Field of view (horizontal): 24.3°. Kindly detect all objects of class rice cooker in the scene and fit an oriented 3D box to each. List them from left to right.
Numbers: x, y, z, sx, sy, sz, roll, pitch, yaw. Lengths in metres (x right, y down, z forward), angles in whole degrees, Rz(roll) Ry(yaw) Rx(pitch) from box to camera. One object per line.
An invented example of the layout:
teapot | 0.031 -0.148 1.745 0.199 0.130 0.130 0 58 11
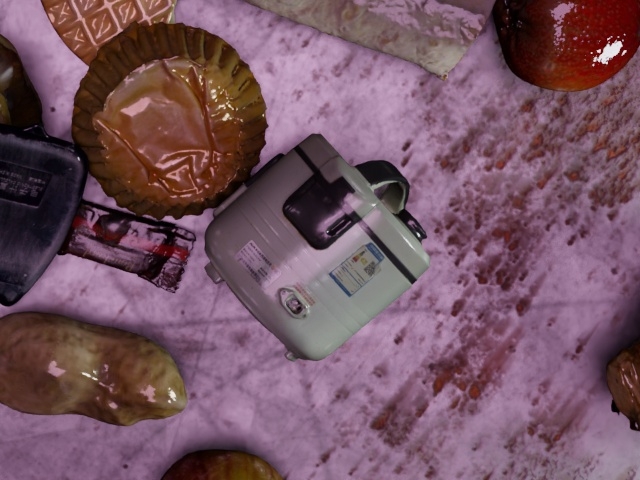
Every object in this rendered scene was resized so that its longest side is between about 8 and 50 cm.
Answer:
rice cooker | 0.000 0.000 1.722 0.244 0.226 0.226 -39 96 4

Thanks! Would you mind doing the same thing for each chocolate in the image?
chocolate | -0.247 0.000 1.800 0.183 0.028 0.086 21 97 -7

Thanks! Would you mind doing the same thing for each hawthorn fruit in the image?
hawthorn fruit | 0.303 -0.255 1.744 0.188 0.169 0.169 3 96 -17

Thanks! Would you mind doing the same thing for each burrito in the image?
burrito | 0.053 -0.301 1.751 0.299 0.105 0.143 21 98 -7

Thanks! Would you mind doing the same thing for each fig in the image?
fig | -0.118 0.338 1.752 0.175 0.207 0.175 -1 104 -4

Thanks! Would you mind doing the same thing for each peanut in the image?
peanut | -0.281 0.157 1.761 0.253 0.137 0.122 12 97 -7

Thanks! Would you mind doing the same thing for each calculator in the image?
calculator | -0.373 -0.030 1.709 0.177 0.040 0.268 13 123 -27

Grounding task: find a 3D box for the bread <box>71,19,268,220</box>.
bread | -0.170 -0.133 1.726 0.240 0.139 0.239 -5 108 -14

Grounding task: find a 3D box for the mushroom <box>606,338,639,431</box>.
mushroom | 0.485 0.150 1.775 0.283 0.195 0.263 -23 102 -1

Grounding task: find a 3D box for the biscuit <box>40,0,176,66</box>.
biscuit | -0.230 -0.360 1.759 0.205 0.040 0.309 33 93 -6

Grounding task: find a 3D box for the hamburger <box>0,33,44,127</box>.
hamburger | -0.464 -0.134 1.697 0.285 0.265 0.134 -12 52 -1
